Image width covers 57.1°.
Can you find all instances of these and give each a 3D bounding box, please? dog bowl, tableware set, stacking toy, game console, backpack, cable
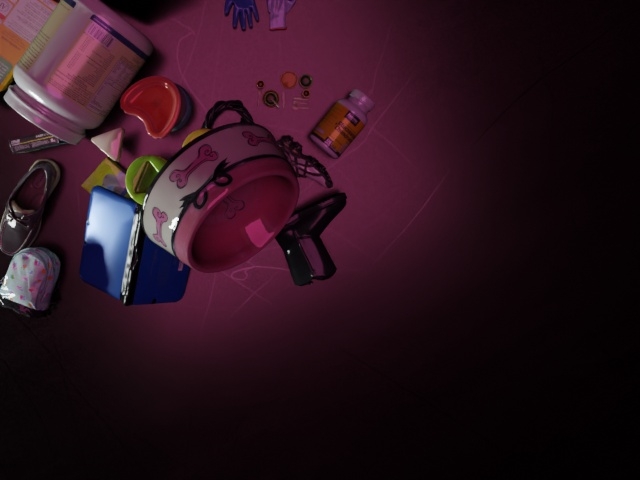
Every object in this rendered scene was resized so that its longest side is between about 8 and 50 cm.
[{"bbox_3d":[-0.227,-0.086,1.466,0.408,0.408,0.150,-45,67,2],"label":"dog bowl"},{"bbox_3d":[-0.100,-0.417,1.624,0.154,0.024,0.104,3,99,-6],"label":"tableware set"},{"bbox_3d":[-0.404,-0.248,1.541,0.279,0.130,0.309,-38,90,6],"label":"stacking toy"},{"bbox_3d":[-0.499,0.014,1.623,0.250,0.173,0.293,0,117,-38],"label":"game console"},{"bbox_3d":[-0.779,0.108,1.592,0.152,0.115,0.182,23,94,-7],"label":"backpack"},{"bbox_3d":[-0.251,-0.296,1.616,0.151,0.047,0.184,26,95,-10],"label":"cable"}]

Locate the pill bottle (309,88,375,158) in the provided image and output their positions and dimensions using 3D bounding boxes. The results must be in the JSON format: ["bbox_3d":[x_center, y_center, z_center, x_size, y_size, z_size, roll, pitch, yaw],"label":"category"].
[{"bbox_3d":[0.063,-0.322,1.618,0.103,0.103,0.184,39,94,-11],"label":"pill bottle"}]

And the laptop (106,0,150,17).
[{"bbox_3d":[-0.494,-0.782,1.306,0.382,0.236,0.407,22,98,-25],"label":"laptop"}]

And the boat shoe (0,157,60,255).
[{"bbox_3d":[-0.788,-0.086,1.567,0.103,0.092,0.285,29,95,-10],"label":"boat shoe"}]

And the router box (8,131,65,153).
[{"bbox_3d":[-0.736,-0.260,1.544,0.123,0.092,0.038,-14,101,-3],"label":"router box"}]

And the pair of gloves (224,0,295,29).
[{"bbox_3d":[-0.158,-0.646,1.579,0.198,0.023,0.159,0,100,-6],"label":"pair of gloves"}]

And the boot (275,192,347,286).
[{"bbox_3d":[0.000,0.000,1.668,0.247,0.094,0.207,-26,98,5],"label":"boot"}]

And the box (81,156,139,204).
[{"bbox_3d":[-0.547,-0.129,1.613,0.178,0.042,0.109,42,95,-11],"label":"box"}]

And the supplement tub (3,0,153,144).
[{"bbox_3d":[-0.598,-0.427,1.458,0.235,0.235,0.324,37,94,-11],"label":"supplement tub"}]

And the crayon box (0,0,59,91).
[{"bbox_3d":[-0.829,-0.525,1.475,0.203,0.083,0.323,37,93,-23],"label":"crayon box"}]

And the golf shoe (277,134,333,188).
[{"bbox_3d":[-0.053,-0.202,1.648,0.198,0.077,0.094,42,104,-4],"label":"golf shoe"}]
